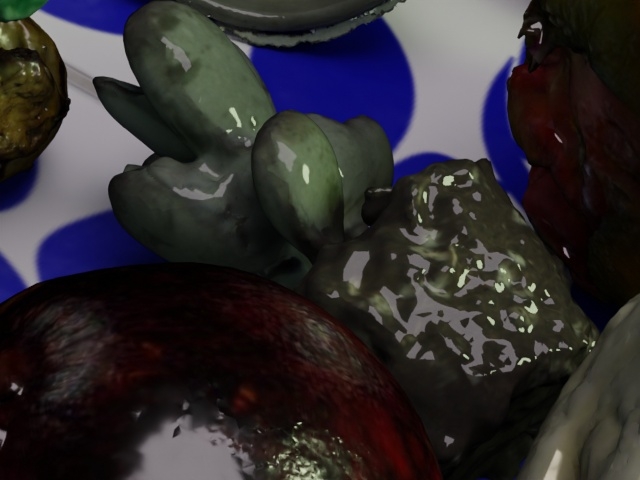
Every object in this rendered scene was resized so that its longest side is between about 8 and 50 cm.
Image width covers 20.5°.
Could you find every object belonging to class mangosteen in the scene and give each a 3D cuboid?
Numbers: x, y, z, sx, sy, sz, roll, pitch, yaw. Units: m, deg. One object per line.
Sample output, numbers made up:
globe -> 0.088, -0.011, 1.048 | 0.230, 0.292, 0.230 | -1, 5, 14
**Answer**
mangosteen -> -0.046, 0.131, 0.639 | 0.265, 0.228, 0.228 | 47, 31, -33

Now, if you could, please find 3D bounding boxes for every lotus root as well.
lotus root -> -0.201, -0.100, 0.887 | 0.190, 0.094, 0.108 | 43, 14, 36

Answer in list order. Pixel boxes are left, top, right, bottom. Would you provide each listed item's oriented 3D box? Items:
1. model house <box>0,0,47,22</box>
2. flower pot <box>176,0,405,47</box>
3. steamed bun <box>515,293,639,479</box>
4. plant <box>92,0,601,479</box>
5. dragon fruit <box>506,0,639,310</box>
model house -> -0.315, -0.126, 0.765 | 0.325, 0.194, 0.267 | -43, 44, -12
flower pot -> -0.022, -0.243, 1.024 | 0.235, 0.236, 0.140 | 14, 20, -6
steamed bun -> 0.191, 0.178, 0.662 | 0.275, 0.206, 0.320 | 4, 72, -2
plant -> 0.001, -0.001, 0.810 | 0.149, 0.146, 0.274 | -25, 58, -33
dragon fruit -> 0.231, -0.068, 0.875 | 0.296, 0.263, 0.314 | -20, 80, -26
